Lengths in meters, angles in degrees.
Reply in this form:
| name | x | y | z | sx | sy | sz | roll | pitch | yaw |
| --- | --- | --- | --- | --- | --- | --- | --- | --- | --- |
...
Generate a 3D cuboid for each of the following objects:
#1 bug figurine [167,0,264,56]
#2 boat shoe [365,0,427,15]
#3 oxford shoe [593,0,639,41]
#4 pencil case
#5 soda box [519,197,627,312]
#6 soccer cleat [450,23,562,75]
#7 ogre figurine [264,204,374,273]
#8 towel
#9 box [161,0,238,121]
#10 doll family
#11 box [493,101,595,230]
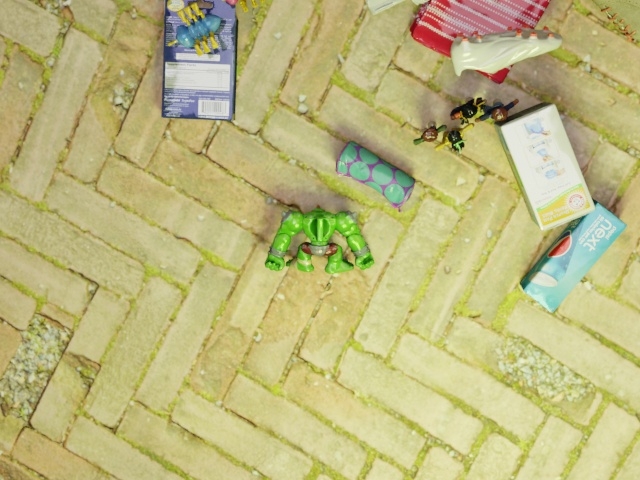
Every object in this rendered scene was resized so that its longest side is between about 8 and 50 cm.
| name | x | y | z | sx | sy | sz | roll | pitch | yaw |
| --- | --- | --- | --- | --- | --- | --- | --- | --- | --- |
| bug figurine | -0.214 | -0.479 | 1.757 | 0.216 | 0.072 | 0.279 | -20 | 103 | 12 |
| boat shoe | 0.165 | -0.448 | 1.766 | 0.184 | 0.066 | 0.063 | -17 | 108 | 15 |
| oxford shoe | 0.534 | -0.410 | 1.717 | 0.348 | 0.123 | 0.130 | 11 | 108 | 1 |
| pencil case | 0.100 | -0.119 | 1.834 | 0.152 | 0.064 | 0.070 | 30 | 85 | 0 |
| soda box | 0.461 | 0.027 | 1.828 | 0.071 | 0.067 | 0.210 | 38 | 100 | -2 |
| soccer cleat | 0.326 | -0.333 | 1.755 | 0.196 | 0.068 | 0.076 | -5 | 120 | 0 |
| ogre figurine | 0.000 | 0.000 | 1.849 | 0.197 | 0.097 | 0.118 | 7 | 112 | 15 |
| towel | 0.306 | -0.441 | 1.780 | 0.199 | 0.031 | 0.274 | 29 | 101 | -1 |
| box | -0.222 | -0.336 | 1.837 | 0.136 | 0.036 | 0.225 | 4 | 100 | 4 |
| doll family | 0.260 | -0.211 | 1.781 | 0.193 | 0.111 | 0.076 | -38 | 95 | 9 |
| box | 0.399 | -0.134 | 1.781 | 0.103 | 0.114 | 0.203 | -22 | 98 | 7 |
